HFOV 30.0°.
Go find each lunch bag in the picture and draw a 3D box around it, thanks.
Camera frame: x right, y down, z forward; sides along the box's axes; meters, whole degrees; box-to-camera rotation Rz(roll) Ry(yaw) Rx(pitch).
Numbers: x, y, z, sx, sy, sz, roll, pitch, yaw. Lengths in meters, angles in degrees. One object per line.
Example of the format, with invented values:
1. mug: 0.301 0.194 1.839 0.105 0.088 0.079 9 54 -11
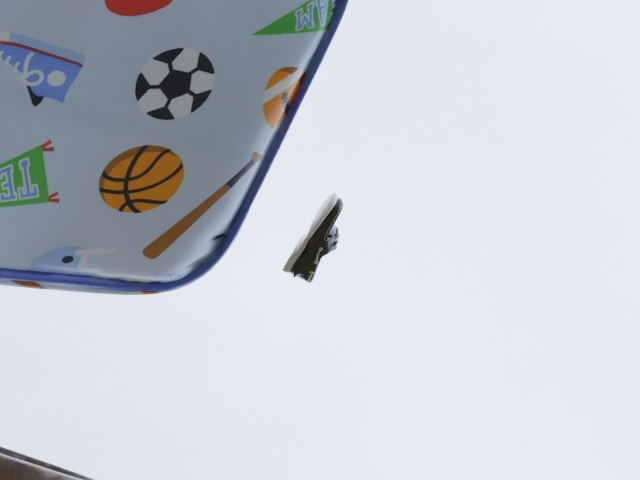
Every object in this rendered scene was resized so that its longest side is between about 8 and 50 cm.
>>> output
1. lunch bag: -0.151 -0.087 0.511 0.243 0.303 0.115 -60 -139 26

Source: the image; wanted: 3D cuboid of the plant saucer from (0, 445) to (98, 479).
1. plant saucer: -0.300 0.152 0.868 0.310 0.050 0.310 17 -13 4

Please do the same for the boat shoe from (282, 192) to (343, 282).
1. boat shoe: 0.000 0.000 1.258 0.038 0.046 0.125 30 -50 -4
